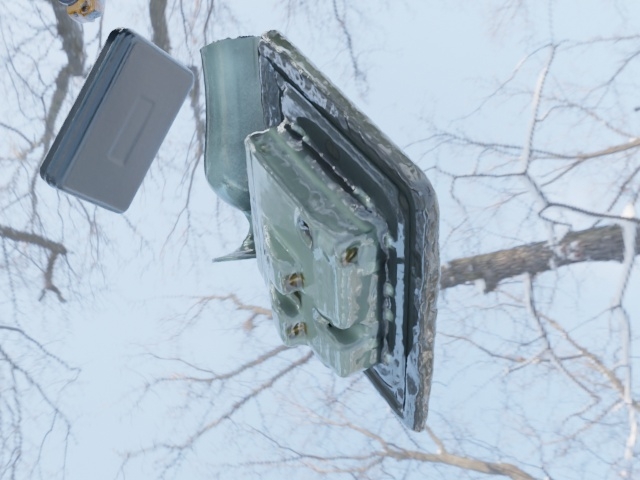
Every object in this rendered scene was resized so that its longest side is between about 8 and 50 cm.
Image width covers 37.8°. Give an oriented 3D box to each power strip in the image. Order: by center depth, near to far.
[{"bbox_3d":[-0.002,-0.001,0.742,0.092,0.251,0.257,-16,-49,-14],"label":"power strip"}]

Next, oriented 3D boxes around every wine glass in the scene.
[{"bbox_3d":[-0.076,-0.095,0.995,0.103,0.103,0.231,-6,-90,-13],"label":"wine glass"}]

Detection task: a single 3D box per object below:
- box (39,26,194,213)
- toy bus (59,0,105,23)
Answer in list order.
[{"bbox_3d":[-0.271,-0.158,1.258,0.050,0.160,0.230,27,-90,29],"label":"box"},{"bbox_3d":[-0.295,-0.380,1.194,0.088,0.083,0.195,-6,-86,3],"label":"toy bus"}]
